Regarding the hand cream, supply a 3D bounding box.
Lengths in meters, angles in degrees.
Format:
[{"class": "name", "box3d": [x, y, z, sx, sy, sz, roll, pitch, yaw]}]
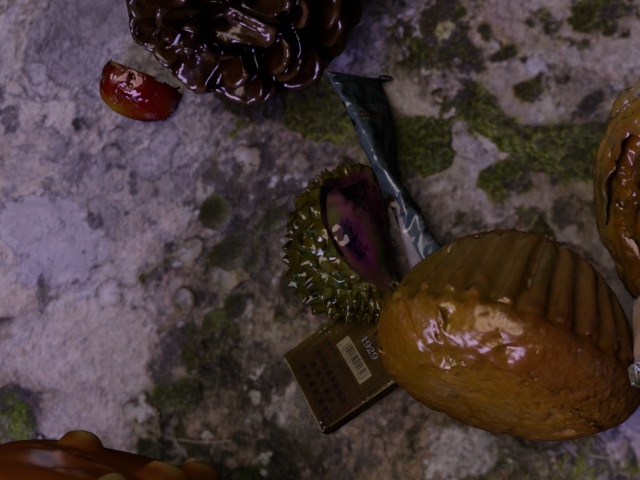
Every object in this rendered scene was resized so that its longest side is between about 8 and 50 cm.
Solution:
[{"class": "hand cream", "box3d": [0.079, -0.053, 1.501, 0.052, 0.075, 0.247, -25, 71, 16]}]

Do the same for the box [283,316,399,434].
[{"class": "box", "box3d": [0.037, 0.110, 1.513, 0.133, 0.023, 0.090, -38, 66, 16]}]

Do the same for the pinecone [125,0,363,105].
[{"class": "pinecone", "box3d": [-0.066, -0.246, 1.520, 0.244, 0.257, 0.243, 0, 105, -2]}]

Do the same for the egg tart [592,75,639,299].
[{"class": "egg tart", "box3d": [0.355, -0.040, 1.298, 0.297, 0.132, 0.297, 29, 131, 39]}]

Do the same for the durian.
[{"class": "durian", "box3d": [-0.001, -0.002, 1.493, 0.119, 0.108, 0.186, -28, 57, 22]}]

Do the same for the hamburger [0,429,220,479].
[{"class": "hamburger", "box3d": [-0.167, 0.319, 1.379, 0.396, 0.396, 0.277, 20, 90, 30]}]

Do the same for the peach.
[{"class": "peach", "box3d": [-0.192, -0.152, 1.679, 0.083, 0.077, 0.050, 20, 83, -13]}]

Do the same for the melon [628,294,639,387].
[{"class": "melon", "box3d": [0.295, 0.078, 1.261, 0.139, 0.202, 0.093, -29, 24, -21]}]

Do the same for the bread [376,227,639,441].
[{"class": "bread", "box3d": [0.163, 0.082, 1.336, 0.240, 0.240, 0.139, 11, 70, 30]}]
